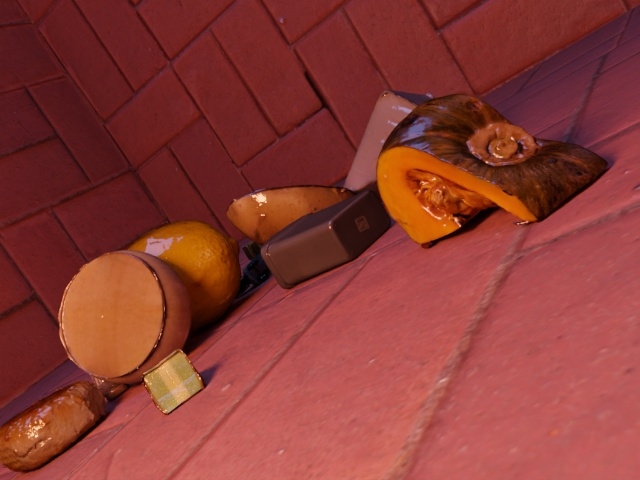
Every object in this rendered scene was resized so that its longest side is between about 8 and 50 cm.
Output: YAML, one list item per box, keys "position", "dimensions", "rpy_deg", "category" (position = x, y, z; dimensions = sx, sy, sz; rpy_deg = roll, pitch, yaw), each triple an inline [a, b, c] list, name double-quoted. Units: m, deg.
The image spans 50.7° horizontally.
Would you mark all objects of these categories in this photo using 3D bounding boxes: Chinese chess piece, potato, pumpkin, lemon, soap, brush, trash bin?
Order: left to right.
- position: [-0.469, 0.300, 1.477]
  dimensions: [0.070, 0.065, 0.327]
  rpy_deg: [-33, 7, -22]
  category: "brush"
- position: [-0.375, 0.146, 1.305]
  dimensions: [0.257, 0.257, 0.104]
  rpy_deg: [-32, -18, 11]
  category: "Chinese chess piece"
- position: [-0.309, 0.084, 1.487]
  dimensions: [0.284, 0.260, 0.260]
  rpy_deg: [-16, -3, -29]
  category: "lemon"
- position: [-0.058, -0.029, 1.505]
  dimensions: [0.299, 0.115, 0.239]
  rpy_deg: [-1, -17, -19]
  category: "potato"
- position: [0.000, 0.000, 1.296]
  dimensions: [0.236, 0.101, 0.177]
  rpy_deg: [-24, 10, 44]
  category: "trash bin"
- position: [0.207, -0.160, 1.474]
  dimensions: [0.159, 0.258, 0.302]
  rpy_deg: [1, -63, -44]
  category: "soap"
- position: [0.203, -0.065, 0.878]
  dimensions: [0.139, 0.190, 0.280]
  rpy_deg: [-35, 50, -22]
  category: "pumpkin"

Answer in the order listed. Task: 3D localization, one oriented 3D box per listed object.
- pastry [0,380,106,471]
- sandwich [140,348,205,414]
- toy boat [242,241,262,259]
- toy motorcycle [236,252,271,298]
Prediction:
- position: [-0.479, 0.324, 1.197]
  dimensions: [0.192, 0.093, 0.182]
  rpy_deg: [-28, 6, 42]
  category: "pastry"
- position: [-0.207, 0.226, 1.006]
  dimensions: [0.074, 0.074, 0.116]
  rpy_deg: [-35, -25, -15]
  category: "sandwich"
- position: [-0.088, -0.042, 2.032]
  dimensions: [0.320, 0.092, 0.141]
  rpy_deg: [-36, 9, -35]
  category: "toy boat"
- position: [-0.161, 0.075, 1.687]
  dimensions: [0.100, 0.058, 0.173]
  rpy_deg: [-36, 6, 27]
  category: "toy motorcycle"
